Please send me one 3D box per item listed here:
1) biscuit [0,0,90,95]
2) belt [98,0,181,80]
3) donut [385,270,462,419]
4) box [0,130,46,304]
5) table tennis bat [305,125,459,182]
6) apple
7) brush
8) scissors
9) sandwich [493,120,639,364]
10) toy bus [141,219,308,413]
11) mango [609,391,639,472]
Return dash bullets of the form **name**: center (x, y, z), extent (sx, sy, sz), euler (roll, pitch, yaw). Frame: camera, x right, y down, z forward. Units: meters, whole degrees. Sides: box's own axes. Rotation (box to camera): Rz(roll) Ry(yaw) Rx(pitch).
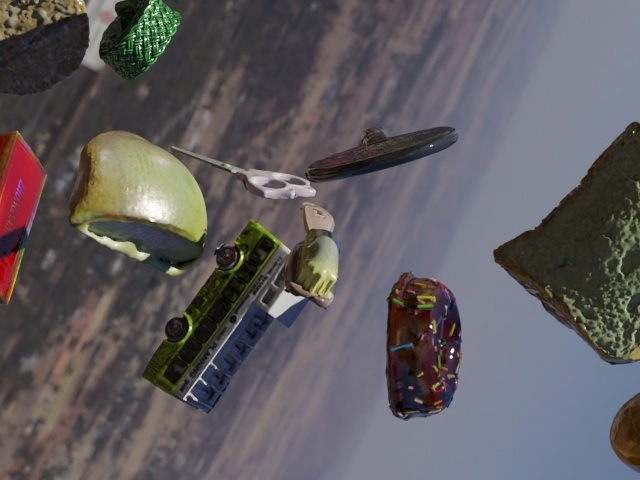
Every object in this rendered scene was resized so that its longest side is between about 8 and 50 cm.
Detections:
- **biscuit**: center (-0.436, -0.309, 1.956), extent (0.033, 0.219, 0.220), euler (-109, -140, -64)
- **belt**: center (-0.263, -0.292, 1.906), extent (0.121, 0.079, 0.151), euler (-53, -160, -5)
- **donut**: center (0.160, 0.163, 2.095), extent (0.235, 0.089, 0.235), euler (0, 90, -72)
- **box**: center (-0.494, -0.013, 1.595), extent (0.089, 0.313, 0.197), euler (64, 27, -47)
- **table tennis bat**: center (0.058, -0.087, 1.330), extent (0.236, 0.150, 0.027), euler (-93, 168, -80)
- **apple**: center (-0.247, -0.071, 1.986), extent (0.265, 0.120, 0.193), euler (33, 48, -53)
- **brush**: center (0.002, 0.000, 1.831), extent (0.067, 0.072, 0.313), euler (-55, -170, 19)
- **scissors**: center (-0.098, -0.080, 1.576), extent (0.100, 0.189, 0.015), euler (-16, 121, -59)
- **sandwich**: center (0.372, 0.007, 1.654), extent (0.251, 0.226, 0.087), euler (-45, 160, 3)
- **toy bus**: center (-0.139, 0.126, 2.137), extent (0.302, 0.139, 0.113), euler (-54, 151, -4)
- **mango**: center (0.532, 0.275, 2.117), extent (0.147, 0.109, 0.227), euler (-21, -165, 46)
